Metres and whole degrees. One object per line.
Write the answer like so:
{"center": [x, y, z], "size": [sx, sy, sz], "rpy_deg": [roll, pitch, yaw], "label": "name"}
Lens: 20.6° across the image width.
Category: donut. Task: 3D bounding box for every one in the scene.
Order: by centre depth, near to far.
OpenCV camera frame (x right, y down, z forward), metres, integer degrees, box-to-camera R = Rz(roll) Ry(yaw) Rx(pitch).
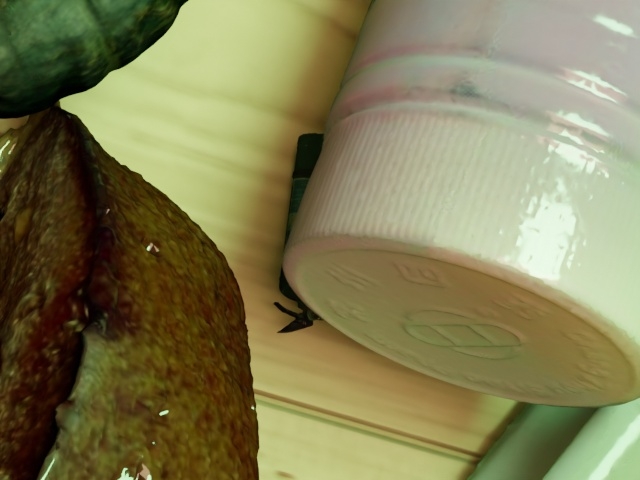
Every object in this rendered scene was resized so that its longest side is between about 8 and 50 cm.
{"center": [-0.082, 0.091, 0.612], "size": [0.112, 0.151, 0.295], "rpy_deg": [22, 74, -28], "label": "donut"}

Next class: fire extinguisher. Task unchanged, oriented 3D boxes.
{"center": [0.000, 0.000, 0.719], "size": [0.038, 0.025, 0.083], "rpy_deg": [18, 75, -42], "label": "fire extinguisher"}

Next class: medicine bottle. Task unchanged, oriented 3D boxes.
{"center": [0.094, -0.077, 0.689], "size": [0.152, 0.152, 0.254], "rpy_deg": [27, 69, -17], "label": "medicine bottle"}

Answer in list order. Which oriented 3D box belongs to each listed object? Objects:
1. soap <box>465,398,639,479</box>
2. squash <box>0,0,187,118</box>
{"center": [0.177, 0.105, 0.738], "size": [0.173, 0.095, 0.289], "rpy_deg": [46, 69, -11], "label": "soap"}
{"center": [-0.135, -0.142, 0.603], "size": [0.218, 0.172, 0.218], "rpy_deg": [-2, 110, -6], "label": "squash"}
